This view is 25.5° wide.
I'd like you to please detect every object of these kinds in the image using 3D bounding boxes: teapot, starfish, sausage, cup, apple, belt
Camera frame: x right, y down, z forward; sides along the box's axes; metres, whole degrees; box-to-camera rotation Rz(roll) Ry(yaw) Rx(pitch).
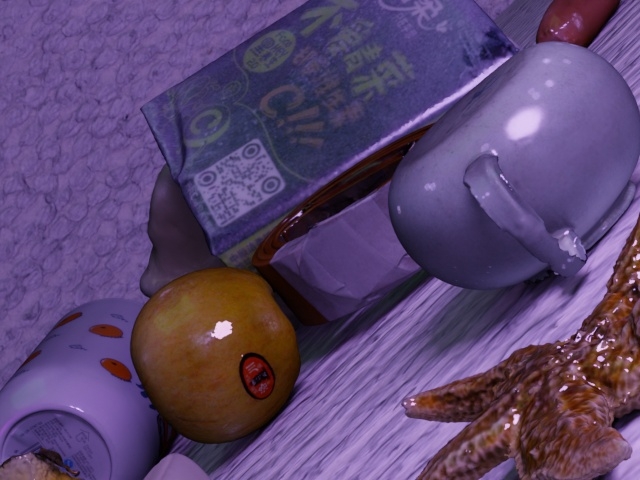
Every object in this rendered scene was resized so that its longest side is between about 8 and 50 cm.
[{"bbox_3d":[0.142,-0.045,0.992,0.193,0.129,0.294,-43,7,16],"label":"teapot"},{"bbox_3d":[0.114,0.065,0.676,0.277,0.062,0.236,-43,6,-13],"label":"starfish"},{"bbox_3d":[0.326,-0.288,1.778,0.077,0.077,0.194,-39,8,45],"label":"sausage"},{"bbox_3d":[-0.284,0.215,1.727,0.212,0.212,0.317,-43,6,13],"label":"cup"},{"bbox_3d":[-0.099,0.110,1.379,0.155,0.182,0.182,-33,5,-2],"label":"apple"},{"bbox_3d":[0.053,-0.015,1.382,0.261,0.105,0.184,-27,16,34],"label":"belt"}]

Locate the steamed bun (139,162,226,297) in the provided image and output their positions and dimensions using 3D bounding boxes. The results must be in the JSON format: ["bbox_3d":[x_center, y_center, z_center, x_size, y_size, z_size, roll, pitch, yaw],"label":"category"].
[{"bbox_3d":[-0.076,-0.032,1.888,0.310,0.219,0.324,-47,-16,-45],"label":"steamed bun"}]

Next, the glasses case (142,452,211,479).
[{"bbox_3d":[-0.115,0.225,1.062,0.051,0.081,0.204,-38,5,16],"label":"glasses case"}]

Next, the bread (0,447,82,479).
[{"bbox_3d":[-0.242,0.261,1.298,0.140,0.160,0.169,-42,5,24],"label":"bread"}]

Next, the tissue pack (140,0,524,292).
[{"bbox_3d":[0.018,-0.146,1.594,0.394,0.124,0.288,-33,47,2],"label":"tissue pack"}]

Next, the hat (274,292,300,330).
[{"bbox_3d":[0.000,0.000,1.671,0.219,0.164,0.226,-32,34,61],"label":"hat"}]
